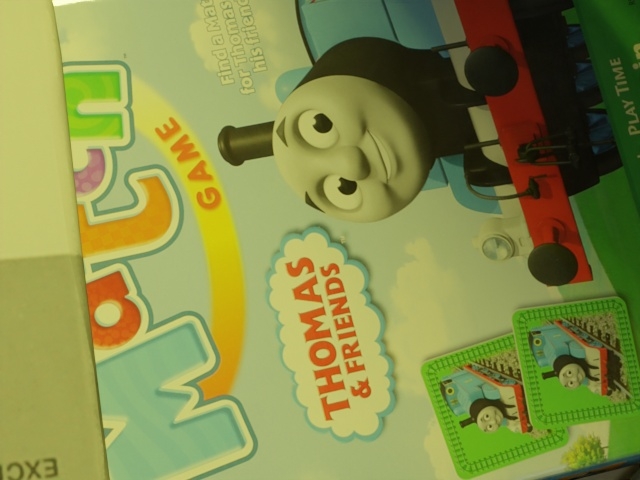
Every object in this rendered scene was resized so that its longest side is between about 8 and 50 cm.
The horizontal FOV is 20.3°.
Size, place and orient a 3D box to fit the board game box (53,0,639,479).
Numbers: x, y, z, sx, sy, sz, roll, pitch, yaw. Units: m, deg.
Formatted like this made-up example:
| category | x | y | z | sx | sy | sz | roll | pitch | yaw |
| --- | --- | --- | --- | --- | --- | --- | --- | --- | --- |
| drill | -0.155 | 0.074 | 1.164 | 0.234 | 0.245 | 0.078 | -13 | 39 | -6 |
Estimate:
| category | x | y | z | sx | sy | sz | roll | pitch | yaw |
| --- | --- | --- | --- | --- | --- | --- | --- | --- | --- |
| board game box | 0.000 | 0.000 | 0.487 | 0.211 | 0.039 | 0.160 | -13 | 78 | -12 |

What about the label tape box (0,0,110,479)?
| category | x | y | z | sx | sy | sz | roll | pitch | yaw |
| --- | --- | --- | --- | --- | --- | --- | --- | --- | --- |
| label tape box | -0.173 | 0.031 | 0.356 | 0.249 | 0.115 | 0.347 | -6 | 77 | -16 |

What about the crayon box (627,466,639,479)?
| category | x | y | z | sx | sy | sz | roll | pitch | yaw |
| --- | --- | --- | --- | --- | --- | --- | --- | --- | --- |
| crayon box | 0.069 | 0.237 | 0.570 | 0.318 | 0.202 | 0.081 | -46 | 118 | 6 |
